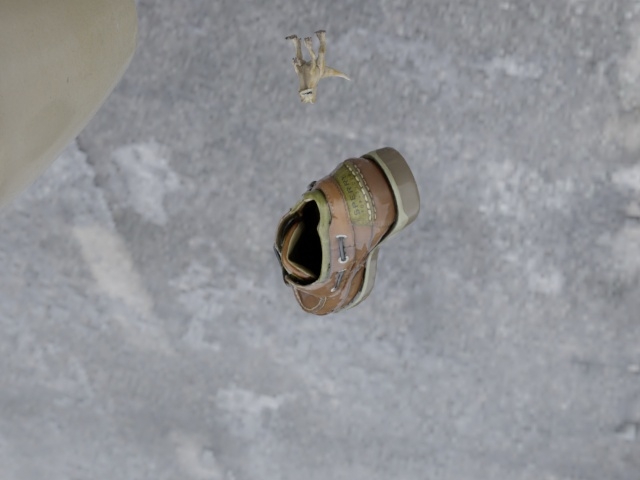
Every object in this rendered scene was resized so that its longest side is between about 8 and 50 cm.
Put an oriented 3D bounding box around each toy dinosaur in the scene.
[{"bbox_3d":[-0.012,-0.230,1.922,0.053,0.183,0.092,-4,106,17],"label":"toy dinosaur"}]

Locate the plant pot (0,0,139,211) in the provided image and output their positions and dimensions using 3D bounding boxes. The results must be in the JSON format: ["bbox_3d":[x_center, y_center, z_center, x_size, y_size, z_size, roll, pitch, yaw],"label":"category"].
[{"bbox_3d":[-0.281,-0.151,1.180,0.257,0.274,0.256,15,121,26],"label":"plant pot"}]

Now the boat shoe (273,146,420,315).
[{"bbox_3d":[0.000,0.000,1.464,0.104,0.110,0.307,-21,160,-22],"label":"boat shoe"}]
